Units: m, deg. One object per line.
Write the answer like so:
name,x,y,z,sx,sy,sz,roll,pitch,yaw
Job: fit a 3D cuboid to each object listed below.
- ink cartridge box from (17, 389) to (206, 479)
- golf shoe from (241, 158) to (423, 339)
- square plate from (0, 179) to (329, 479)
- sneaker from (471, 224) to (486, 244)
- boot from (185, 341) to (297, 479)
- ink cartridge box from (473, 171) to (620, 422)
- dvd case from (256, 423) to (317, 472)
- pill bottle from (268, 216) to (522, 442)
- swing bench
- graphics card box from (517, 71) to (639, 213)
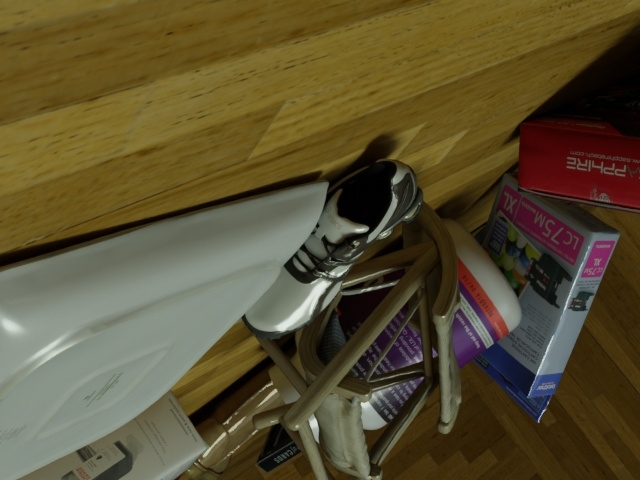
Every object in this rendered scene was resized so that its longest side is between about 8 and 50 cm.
ink cartridge box,-0.253,0.271,1.060,0.218,0.092,0.158,-26,164,-34
golf shoe,0.000,0.000,0.811,0.198,0.077,0.094,-47,164,-2
square plate,-0.178,0.099,0.721,0.347,0.049,0.344,-45,166,34
sneaker,0.225,0.073,1.652,0.275,0.107,0.110,-30,176,-27
boot,-0.093,0.256,1.470,0.269,0.089,0.236,-40,175,-5
ink cartridge box,0.285,0.082,1.343,0.065,0.186,0.311,-4,120,-32
dvd case,-0.003,0.234,1.489,0.179,0.029,0.239,-39,-164,35
pill bottle,0.095,0.126,1.277,0.323,0.181,0.181,-37,168,0
swing bench,0.050,0.126,1.015,0.254,0.165,0.253,-32,145,-14
graphics card box,0.434,-0.129,1.172,0.371,0.233,0.094,-23,117,-44
